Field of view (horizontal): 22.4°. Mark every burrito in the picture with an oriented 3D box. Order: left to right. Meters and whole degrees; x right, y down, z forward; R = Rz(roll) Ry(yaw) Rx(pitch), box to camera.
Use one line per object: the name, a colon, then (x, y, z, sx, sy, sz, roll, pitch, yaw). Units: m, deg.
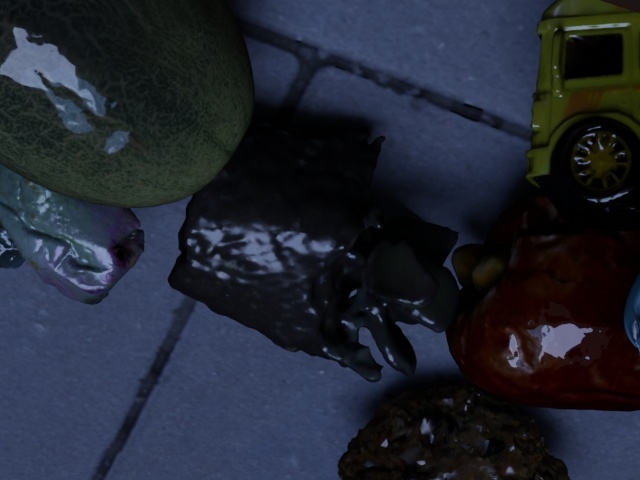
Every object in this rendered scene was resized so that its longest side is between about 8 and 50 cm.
burrito: (-0.271, -0.044, 1.572, 0.144, 0.089, 0.229, -39, 89, 37)

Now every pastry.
pastry: (0.151, 0.288, 1.815, 0.275, 0.275, 0.193, 8, 172, 1)

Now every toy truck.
toy truck: (0.377, -0.131, 1.347, 0.405, 0.254, 0.180, -3, 172, 17)

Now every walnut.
walnut: (0.263, 0.065, 1.563, 0.269, 0.222, 0.244, 18, 174, -8)

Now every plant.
plant: (0.000, 0.000, 1.553, 0.276, 0.199, 0.188, 19, 131, -8)

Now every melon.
melon: (-0.205, -0.168, 1.389, 0.329, 0.248, 0.248, 39, 127, -25)

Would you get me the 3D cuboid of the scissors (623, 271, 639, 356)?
scissors: (0.441, 0.010, 1.466, 0.393, 0.032, 0.180, -37, 108, -9)

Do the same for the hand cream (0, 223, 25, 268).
hand cream: (-0.286, -0.051, 1.646, 0.075, 0.052, 0.248, 26, 131, -17)

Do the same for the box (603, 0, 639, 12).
box: (0.223, -0.344, 1.102, 0.239, 0.339, 0.229, 17, 136, -7)
